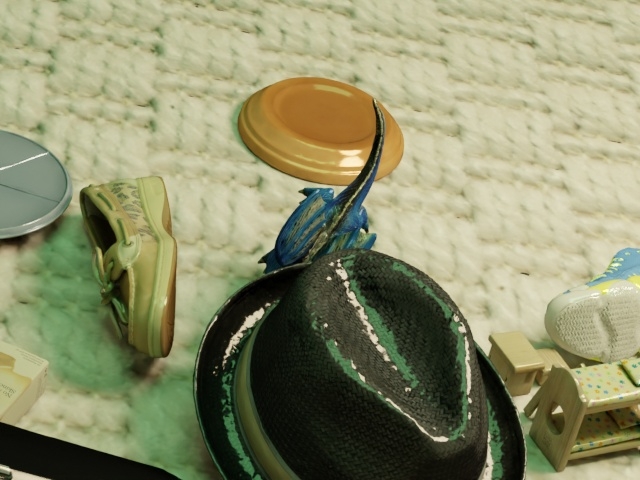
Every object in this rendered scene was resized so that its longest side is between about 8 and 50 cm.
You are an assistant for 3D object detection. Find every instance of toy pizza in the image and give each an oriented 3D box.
[{"bbox_3d":[-0.361,-0.055,1.968,0.201,0.032,0.201,7,35,-5],"label":"toy pizza"}]

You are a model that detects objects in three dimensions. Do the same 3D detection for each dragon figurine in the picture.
[{"bbox_3d":[0.000,0.000,1.871,0.085,0.289,0.144,37,5,-6],"label":"dragon figurine"}]

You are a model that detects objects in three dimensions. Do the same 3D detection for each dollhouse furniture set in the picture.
[{"bbox_3d":[0.285,0.127,1.873,0.182,0.101,0.161,-7,40,-27],"label":"dollhouse furniture set"}]

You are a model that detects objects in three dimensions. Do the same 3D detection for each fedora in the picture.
[{"bbox_3d":[0.049,0.127,1.682,0.334,0.152,0.334,7,53,-9],"label":"fedora"}]

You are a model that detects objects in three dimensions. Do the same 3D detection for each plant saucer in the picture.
[{"bbox_3d":[0.003,-0.136,2.204,0.200,0.037,0.200,9,34,-6],"label":"plant saucer"}]

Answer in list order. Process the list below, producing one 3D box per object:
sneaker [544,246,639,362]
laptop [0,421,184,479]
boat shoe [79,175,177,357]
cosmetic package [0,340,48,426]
[{"bbox_3d":[0.318,0.065,2.002,0.240,0.091,0.126,1,24,-29],"label":"sneaker"},{"bbox_3d":[-0.193,0.286,1.418,0.382,0.236,0.408,22,53,-38],"label":"laptop"},{"bbox_3d":[-0.191,0.026,1.865,0.089,0.104,0.285,1,26,-10],"label":"boat shoe"},{"bbox_3d":[-0.300,0.143,1.703,0.060,0.041,0.115,21,35,10],"label":"cosmetic package"}]
